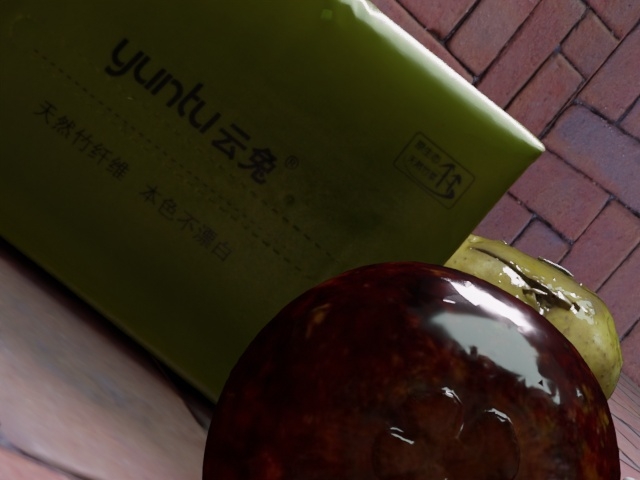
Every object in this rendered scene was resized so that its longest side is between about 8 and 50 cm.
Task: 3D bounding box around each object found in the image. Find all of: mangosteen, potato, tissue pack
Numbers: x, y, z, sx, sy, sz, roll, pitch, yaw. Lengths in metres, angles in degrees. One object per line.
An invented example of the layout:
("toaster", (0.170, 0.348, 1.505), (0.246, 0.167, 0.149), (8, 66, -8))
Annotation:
("mangosteen", (0.019, 0.087, 0.536), (0.145, 0.156, 0.181), (7, -8, -28))
("potato", (0.205, 0.082, 1.516), (0.248, 0.143, 0.169), (35, -21, 12))
("tissue pack", (-0.064, -0.062, 0.736), (0.274, 0.200, 0.167), (39, 5, -8))

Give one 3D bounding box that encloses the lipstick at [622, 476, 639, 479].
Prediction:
("lipstick", (0.284, 0.271, 0.969), (0.077, 0.076, 0.289), (32, 7, -40))
